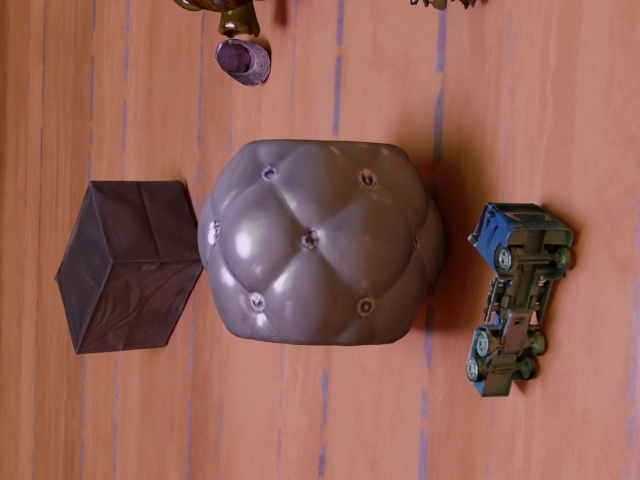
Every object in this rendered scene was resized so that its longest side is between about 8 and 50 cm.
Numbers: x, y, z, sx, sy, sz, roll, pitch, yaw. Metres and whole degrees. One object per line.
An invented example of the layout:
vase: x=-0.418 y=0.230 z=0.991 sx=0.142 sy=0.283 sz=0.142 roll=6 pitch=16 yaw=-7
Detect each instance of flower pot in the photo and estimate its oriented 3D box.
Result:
flower pot: x=0.000 y=0.000 z=1.322 sx=0.246 sy=0.246 sz=0.195 roll=5 pitch=92 yaw=64

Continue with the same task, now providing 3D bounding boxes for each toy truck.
toy truck: x=0.163 y=0.051 z=1.187 sx=0.081 sy=0.067 sz=0.175 roll=-122 pitch=37 yaw=-56

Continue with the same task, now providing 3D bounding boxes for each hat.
hat: x=-0.094 y=-0.234 z=1.746 sx=0.087 sy=0.042 sz=0.058 roll=16 pitch=110 yaw=28

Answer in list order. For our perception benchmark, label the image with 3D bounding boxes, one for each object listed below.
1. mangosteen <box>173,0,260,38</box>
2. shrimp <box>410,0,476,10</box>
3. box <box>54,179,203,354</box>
mangosteen: x=-0.138 y=-0.422 z=1.588 sx=0.297 sy=0.313 sz=0.296 roll=-7 pitch=75 yaw=27
shrimp: x=0.103 y=-0.372 z=1.299 sx=0.185 sy=0.068 sz=0.287 roll=112 pitch=147 yaw=-41
box: x=-0.282 y=0.040 z=1.992 sx=0.231 sy=0.155 sz=0.149 roll=-59 pitch=42 yaw=44
